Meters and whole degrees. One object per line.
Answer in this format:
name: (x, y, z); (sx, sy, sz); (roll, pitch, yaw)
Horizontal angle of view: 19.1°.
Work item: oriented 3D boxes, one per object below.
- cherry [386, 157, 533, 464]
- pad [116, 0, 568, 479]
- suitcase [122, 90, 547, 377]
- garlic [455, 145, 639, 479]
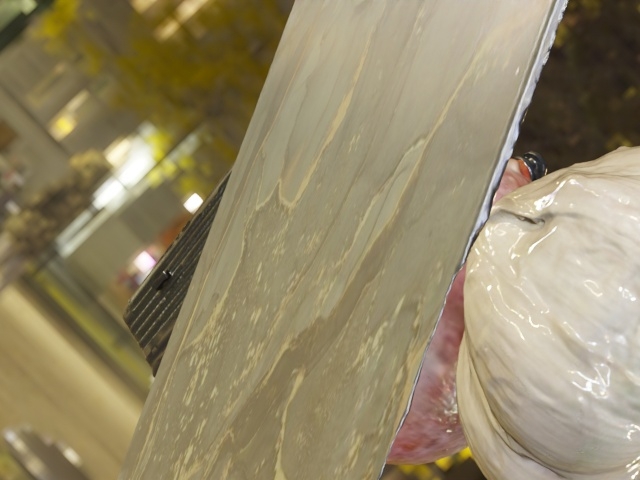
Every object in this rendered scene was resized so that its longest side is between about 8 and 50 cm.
cherry: (0.065, 0.051, 1.255); (0.192, 0.250, 0.175); (-8, -49, 42)
pad: (-0.010, 0.009, 0.548); (0.007, 0.248, 0.367); (21, -3, -11)
suitcase: (0.000, 0.000, 1.619); (0.152, 0.229, 0.335); (58, -43, 16)
garlic: (0.123, 0.020, 1.002); (0.212, 0.218, 0.218); (34, -7, 13)
